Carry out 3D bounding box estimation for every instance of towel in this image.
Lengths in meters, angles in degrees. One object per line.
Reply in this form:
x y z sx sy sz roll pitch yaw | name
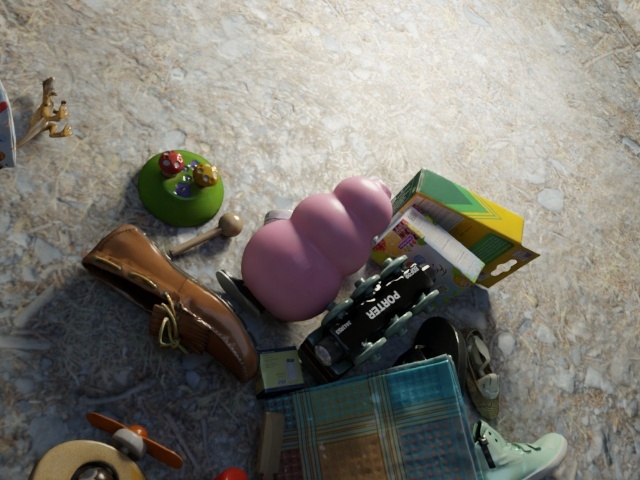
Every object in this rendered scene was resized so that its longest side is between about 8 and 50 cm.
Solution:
0.092 0.376 1.145 0.370 0.040 0.271 -14 65 4 | towel

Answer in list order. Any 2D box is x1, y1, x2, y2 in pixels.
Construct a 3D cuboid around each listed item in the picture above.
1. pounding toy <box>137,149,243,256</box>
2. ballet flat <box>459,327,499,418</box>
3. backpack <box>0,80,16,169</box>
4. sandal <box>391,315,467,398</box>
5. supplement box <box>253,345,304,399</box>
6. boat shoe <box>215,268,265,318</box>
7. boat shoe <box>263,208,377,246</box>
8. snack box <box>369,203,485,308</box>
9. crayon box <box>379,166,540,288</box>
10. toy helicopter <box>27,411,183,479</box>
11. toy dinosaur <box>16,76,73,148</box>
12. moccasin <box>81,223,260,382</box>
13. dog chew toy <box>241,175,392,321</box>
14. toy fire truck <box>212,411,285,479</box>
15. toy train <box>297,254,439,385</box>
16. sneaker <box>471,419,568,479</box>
-0.267 -0.108 1.310 0.183 0.110 0.237 -19 72 -31 | pounding toy
0.355 0.289 1.407 0.073 0.067 0.206 -7 67 -29 | ballet flat
-0.665 -0.234 1.114 0.213 0.276 0.263 -24 69 -38 | backpack
0.187 0.332 1.239 0.107 0.167 0.446 31 55 -21 | sandal
-0.085 0.255 1.229 0.083 0.056 0.083 -2 65 -26 | supplement box
-0.159 0.101 1.285 0.125 0.046 0.038 44 55 -1 | boat shoe
0.000 0.000 1.396 0.258 0.095 0.084 8 64 -9 | boat shoe
0.231 0.042 1.418 0.207 0.174 0.070 39 56 0 | snack box
0.318 -0.022 1.476 0.323 0.203 0.083 26 56 -11 | crayon box
-0.289 0.412 1.032 0.355 0.140 0.235 23 47 -25 | toy helicopter
-0.567 -0.234 1.284 0.112 0.064 0.211 8 60 16 | toy dinosaur
-0.271 0.130 1.162 0.380 0.139 0.147 42 56 2 | moccasin
0.005 0.004 1.250 0.332 0.206 0.206 -42 84 0 | dog chew toy
-0.110 0.414 1.051 0.217 0.158 0.246 38 14 -43 | toy fire truck
0.099 0.160 1.284 0.334 0.190 0.142 -34 77 -36 | toy train
0.406 0.429 1.334 0.256 0.094 0.151 -21 80 -29 | sneaker
